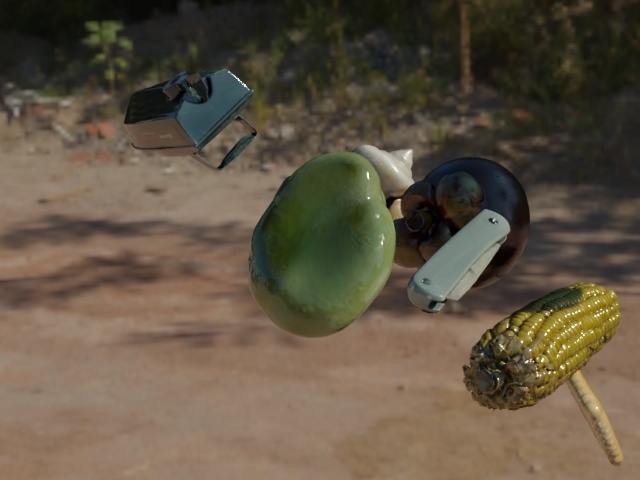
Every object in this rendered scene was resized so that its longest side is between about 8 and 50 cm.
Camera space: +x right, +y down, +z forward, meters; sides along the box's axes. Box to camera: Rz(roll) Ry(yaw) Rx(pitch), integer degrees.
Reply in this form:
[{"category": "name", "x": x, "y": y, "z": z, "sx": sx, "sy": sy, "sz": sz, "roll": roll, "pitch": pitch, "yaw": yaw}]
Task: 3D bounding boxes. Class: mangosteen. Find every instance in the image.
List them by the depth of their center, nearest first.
[{"category": "mangosteen", "x": 0.174, "y": -0.022, "z": 1.653, "sx": 0.199, "sy": 0.200, "sz": 0.200, "roll": -1, "pitch": 14, "yaw": 0}]

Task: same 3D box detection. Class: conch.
[{"category": "conch", "x": 0.066, "y": -0.037, "z": 1.976, "sx": 0.158, "sy": 0.255, "sz": 0.127, "roll": 49, "pitch": 20, "yaw": 25}]

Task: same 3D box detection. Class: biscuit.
[{"category": "biscuit", "x": 0.428, "y": 0.243, "z": 2.106, "sx": 0.030, "sy": 0.160, "sz": 0.250, "roll": -27, "pitch": 36, "yaw": 5}]

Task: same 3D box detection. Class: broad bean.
[{"category": "broad bean", "x": 0.000, "y": 0.000, "z": 1.425, "sx": 0.169, "sy": 0.100, "sz": 0.228, "roll": -10, "pitch": 53, "yaw": 9}]

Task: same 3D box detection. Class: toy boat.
[{"category": "toy boat", "x": -0.151, "y": -0.130, "z": 1.382, "sx": 0.093, "sy": 0.103, "sz": 0.246, "roll": -46, "pitch": 21, "yaw": -19}]

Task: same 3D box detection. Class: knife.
[{"category": "knife", "x": 0.123, "y": 0.017, "z": 1.100, "sx": 0.044, "sy": 0.023, "sz": 0.162, "roll": 27, "pitch": 36, "yaw": 19}]

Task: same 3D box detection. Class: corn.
[{"category": "corn", "x": 0.276, "y": 0.121, "z": 1.547, "sx": 0.115, "sy": 0.115, "sz": 0.318, "roll": 8, "pitch": 20, "yaw": 33}]
